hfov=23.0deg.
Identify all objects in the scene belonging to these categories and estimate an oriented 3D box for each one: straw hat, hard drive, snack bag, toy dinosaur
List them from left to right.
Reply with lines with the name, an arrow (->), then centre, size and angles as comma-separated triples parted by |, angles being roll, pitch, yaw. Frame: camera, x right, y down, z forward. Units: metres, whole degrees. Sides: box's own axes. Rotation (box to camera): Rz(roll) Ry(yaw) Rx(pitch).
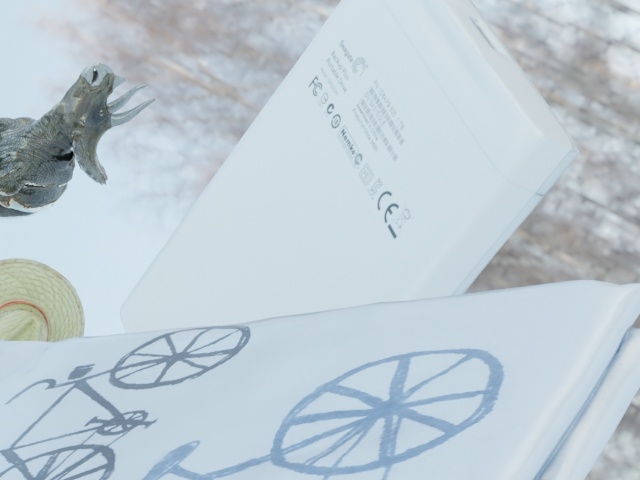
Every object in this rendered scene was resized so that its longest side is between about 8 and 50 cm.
toy dinosaur -> -0.304, -0.064, 1.519 | 0.313, 0.160, 0.121 | -33, 49, 47
straw hat -> -0.285, 0.093, 1.466 | 0.144, 0.144, 0.061 | -62, 21, 5
snack bag -> -0.081, 0.108, 0.557 | 0.323, 0.342, 0.037 | -44, -58, -54
hard drive -> 0.000, 0.000, 1.031 | 0.047, 0.233, 0.353 | 19, -60, -37
